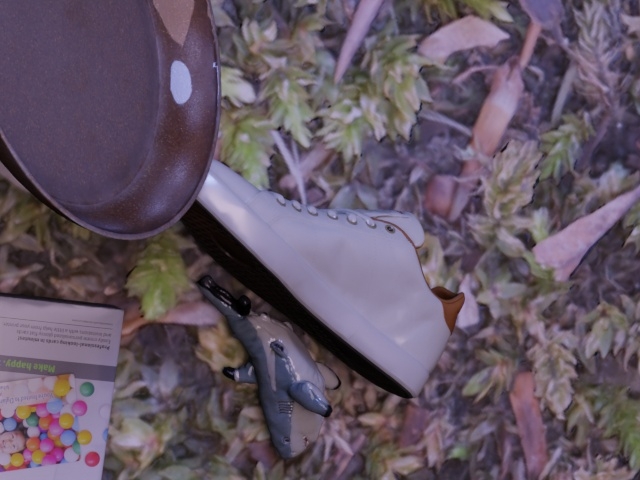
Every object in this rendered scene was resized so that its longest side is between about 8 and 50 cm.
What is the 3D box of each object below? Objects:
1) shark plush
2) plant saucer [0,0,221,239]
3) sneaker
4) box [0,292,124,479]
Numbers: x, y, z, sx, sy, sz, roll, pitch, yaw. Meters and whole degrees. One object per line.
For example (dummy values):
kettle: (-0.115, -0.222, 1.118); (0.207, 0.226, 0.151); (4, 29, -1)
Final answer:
shark plush: (-0.048, 0.100, 1.569); (0.067, 0.073, 0.161); (-33, 112, 15)
plant saucer: (-0.172, -0.150, 1.375); (0.310, 0.050, 0.310); (27, 58, -54)
sneaker: (0.000, 0.000, 1.558); (0.290, 0.106, 0.123); (41, 77, -30)
box: (-0.236, 0.135, 1.506); (0.145, 0.038, 0.186); (8, 92, -21)
